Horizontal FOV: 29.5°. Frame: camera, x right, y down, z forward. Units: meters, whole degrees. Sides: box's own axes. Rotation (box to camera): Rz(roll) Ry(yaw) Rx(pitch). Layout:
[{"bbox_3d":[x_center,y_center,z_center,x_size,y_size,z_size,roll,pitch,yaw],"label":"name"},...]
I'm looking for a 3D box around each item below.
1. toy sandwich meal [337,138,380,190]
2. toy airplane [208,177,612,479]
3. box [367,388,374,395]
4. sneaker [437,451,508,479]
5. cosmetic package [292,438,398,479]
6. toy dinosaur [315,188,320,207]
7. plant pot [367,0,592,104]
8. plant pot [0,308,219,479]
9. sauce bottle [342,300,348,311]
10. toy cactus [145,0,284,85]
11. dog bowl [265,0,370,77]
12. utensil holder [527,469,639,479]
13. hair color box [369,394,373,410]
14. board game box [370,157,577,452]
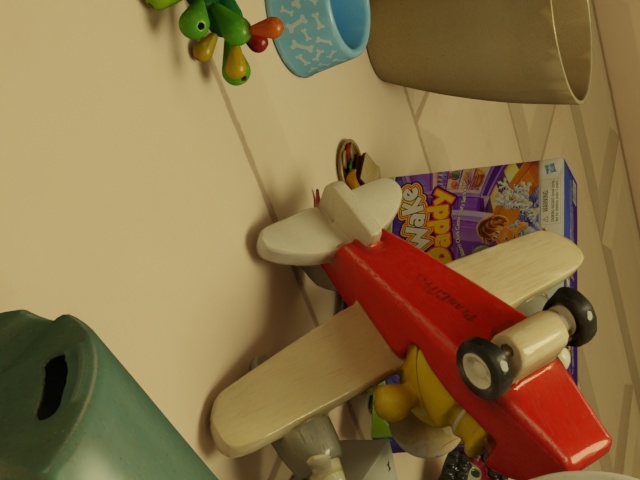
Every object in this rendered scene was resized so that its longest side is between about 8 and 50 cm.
[{"bbox_3d":[0.049,-0.091,1.558,0.085,0.029,0.086,-5,90,-67],"label":"toy sandwich meal"},{"bbox_3d":[0.098,0.110,1.291,0.384,0.386,0.272,-81,172,-54],"label":"toy airplane"},{"bbox_3d":[0.071,0.113,1.552,0.109,0.042,0.178,54,38,-48],"label":"box"},{"bbox_3d":[0.189,0.428,1.684,0.112,0.121,0.299,105,9,-52],"label":"sneaker"},{"bbox_3d":[0.002,0.420,1.273,0.377,0.097,0.284,-43,122,-61],"label":"cosmetic package"},{"bbox_3d":[0.000,0.000,1.444,0.090,0.047,0.082,44,45,-8],"label":"toy dinosaur"},{"bbox_3d":[0.209,-0.298,1.659,0.256,0.274,0.257,-4,90,-66],"label":"plant pot"},{"bbox_3d":[-0.154,0.243,0.697,0.334,0.341,0.341,62,32,-28],"label":"plant pot"},{"bbox_3d":[0.044,0.041,1.507,0.042,0.042,0.128,42,49,-58],"label":"sauce bottle"},{"bbox_3d":[-0.104,-0.262,1.176,0.219,0.112,0.180,54,28,-36],"label":"toy cactus"},{"bbox_3d":[-0.007,-0.343,1.426,0.166,0.074,0.297,-25,109,-65],"label":"dog bowl"},{"bbox_3d":[0.243,0.414,1.172,0.385,0.327,0.328,77,17,-67],"label":"utensil holder"},{"bbox_3d":[0.197,0.090,1.666,0.113,0.185,0.374,58,35,-47],"label":"hair color box"},{"bbox_3d":[0.193,0.081,1.493,0.078,0.233,0.347,45,45,-56],"label":"board game box"}]
